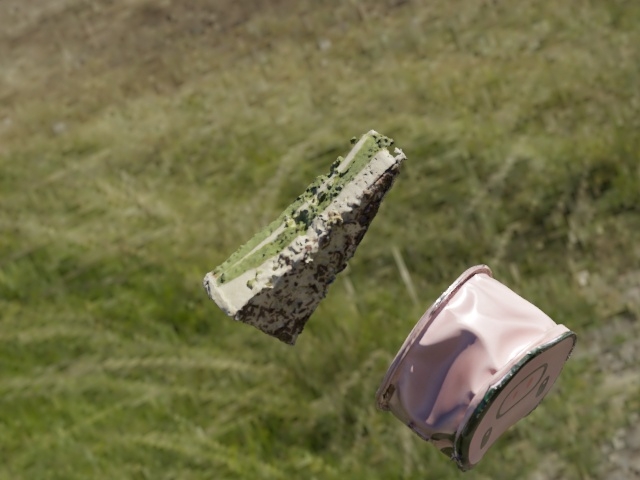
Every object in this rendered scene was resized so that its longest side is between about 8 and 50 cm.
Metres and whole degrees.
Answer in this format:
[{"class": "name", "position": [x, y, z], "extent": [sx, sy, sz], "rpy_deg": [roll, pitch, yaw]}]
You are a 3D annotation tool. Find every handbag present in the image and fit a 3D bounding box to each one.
[{"class": "handbag", "position": [0.160, 0.132, 1.759], "extent": [0.116, 0.179, 0.205], "rpy_deg": [37, 50, 20]}]

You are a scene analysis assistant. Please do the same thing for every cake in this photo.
[{"class": "cake", "position": [0.000, 0.000, 0.988], "extent": [0.140, 0.055, 0.051], "rpy_deg": [-43, 38, 1]}]
